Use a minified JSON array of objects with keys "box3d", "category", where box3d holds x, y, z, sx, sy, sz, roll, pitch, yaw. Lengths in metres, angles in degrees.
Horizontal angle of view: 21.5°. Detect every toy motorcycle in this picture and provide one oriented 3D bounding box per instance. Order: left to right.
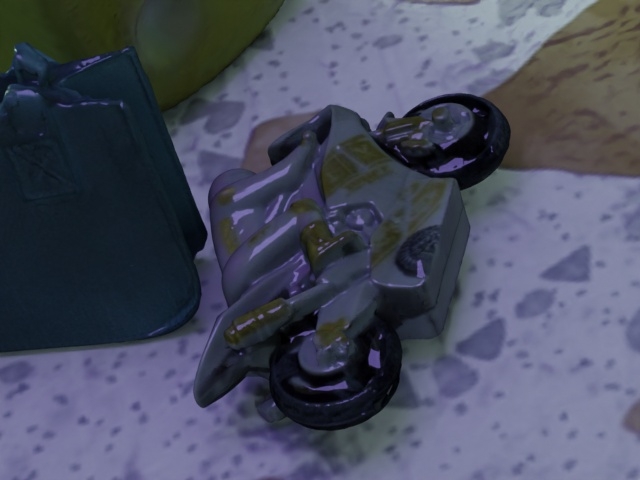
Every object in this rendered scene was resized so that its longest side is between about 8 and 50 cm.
[{"box3d":[0.000,0.000,0.858,0.152,0.073,0.225,6,49,27],"category":"toy motorcycle"}]

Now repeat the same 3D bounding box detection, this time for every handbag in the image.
[{"box3d":[-0.183,-0.017,0.864,0.229,0.179,0.062,-6,46,11],"category":"handbag"}]

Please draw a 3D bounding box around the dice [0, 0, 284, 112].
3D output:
[{"box3d":[-0.158,-0.219,1.014,0.238,0.226,0.233,23,58,34],"category":"dice"}]
